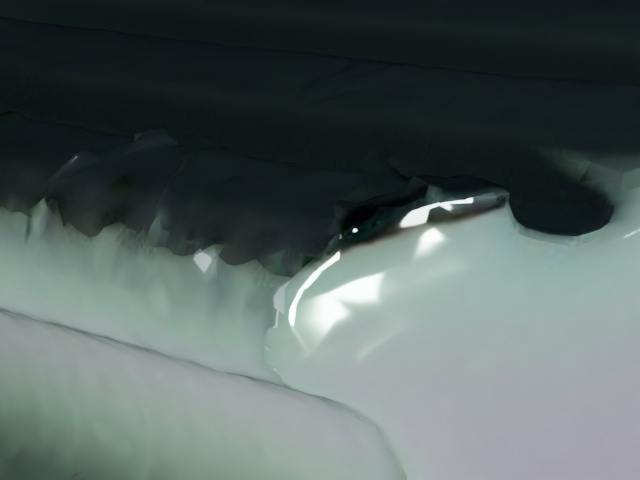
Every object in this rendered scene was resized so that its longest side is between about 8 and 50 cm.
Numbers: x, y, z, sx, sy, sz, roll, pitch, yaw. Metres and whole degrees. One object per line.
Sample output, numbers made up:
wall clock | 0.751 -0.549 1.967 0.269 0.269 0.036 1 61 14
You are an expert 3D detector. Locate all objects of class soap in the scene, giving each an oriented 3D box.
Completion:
soap | 0.000 0.000 0.595 0.446 0.261 0.156 10 118 45
